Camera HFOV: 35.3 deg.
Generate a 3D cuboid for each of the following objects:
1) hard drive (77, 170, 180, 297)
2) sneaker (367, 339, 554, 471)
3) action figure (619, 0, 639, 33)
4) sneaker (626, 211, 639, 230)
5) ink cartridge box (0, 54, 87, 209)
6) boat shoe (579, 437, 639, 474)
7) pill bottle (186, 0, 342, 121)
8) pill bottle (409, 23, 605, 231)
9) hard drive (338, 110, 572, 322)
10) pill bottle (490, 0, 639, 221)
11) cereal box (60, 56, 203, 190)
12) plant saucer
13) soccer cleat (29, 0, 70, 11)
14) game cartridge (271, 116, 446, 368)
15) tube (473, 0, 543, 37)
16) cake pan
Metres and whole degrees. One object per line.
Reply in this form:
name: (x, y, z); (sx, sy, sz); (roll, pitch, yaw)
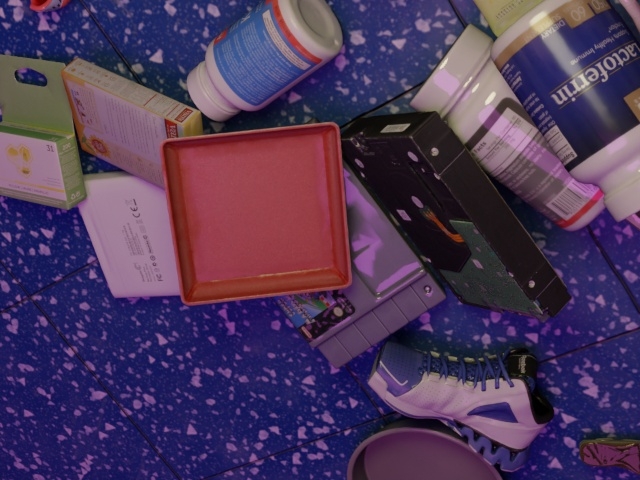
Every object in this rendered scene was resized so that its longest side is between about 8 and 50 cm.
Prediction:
hard drive: (-0.226, -0.015, 1.692); (0.353, 0.047, 0.233); (-3, 118, 23)
sneaker: (0.250, 0.227, 1.629); (0.316, 0.127, 0.182); (31, 122, -8)
action figure: (0.481, -0.182, 1.209); (0.276, 0.248, 0.370); (-2, 116, 22)
sneaker: (0.488, -0.044, 1.399); (0.192, 0.064, 0.086); (35, 130, 1)
ink cartridge box: (-0.478, -0.178, 1.651); (0.171, 0.056, 0.235); (12, 121, 28)
boat shoe: (0.503, 0.351, 1.653); (0.153, 0.048, 0.056); (2, 97, 12)
pill bottle: (-0.087, -0.262, 1.443); (0.221, 0.124, 0.124); (-30, 106, 32)
pill bottle: (0.272, -0.154, 1.354); (0.283, 0.161, 0.161); (36, 125, -2)
hard drive: (0.186, -0.035, 1.427); (0.339, 0.064, 0.237); (51, 165, -18)
pill bottle: (0.334, -0.163, 1.203); (0.153, 0.153, 0.264); (-37, 83, 33)
cereal box: (-0.283, -0.168, 1.559); (0.240, 0.047, 0.173); (26, 144, 20)
plant saucer: (-0.092, -0.042, 1.492); (0.259, 0.047, 0.258); (-6, 109, -2)
soccer cleat: (-0.427, -0.456, 1.468); (0.083, 0.095, 0.248); (-5, 118, 23)
game cartridge: (0.005, 0.014, 1.574); (0.230, 0.068, 0.355); (-36, 105, 9)
tube: (0.195, -0.380, 1.311); (0.240, 0.062, 0.070); (46, 164, -16)
cake pan: (0.194, 0.435, 1.806); (0.293, 0.054, 0.293); (9, 122, 15)
